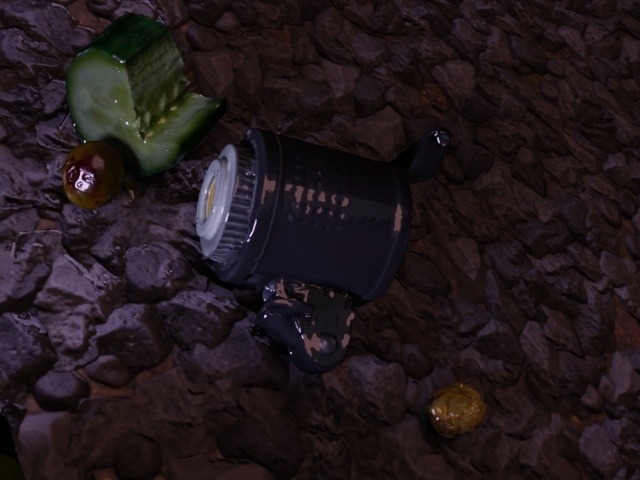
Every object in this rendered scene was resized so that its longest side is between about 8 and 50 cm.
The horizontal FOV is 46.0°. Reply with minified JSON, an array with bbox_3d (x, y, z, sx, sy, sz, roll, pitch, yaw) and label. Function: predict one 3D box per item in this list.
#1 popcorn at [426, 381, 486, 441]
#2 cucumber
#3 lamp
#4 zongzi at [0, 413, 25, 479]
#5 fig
[{"bbox_3d":[0.184,0.243,1.038,0.084,0.084,0.084,13,57,-21],"label":"popcorn"},{"bbox_3d":[-0.238,-0.193,0.996,0.191,0.191,0.130,35,50,-6],"label":"cucumber"},{"bbox_3d":[-0.022,-0.039,0.999,0.272,0.205,0.374,31,63,-14],"label":"lamp"},{"bbox_3d":[-0.295,0.313,0.549,0.319,0.362,0.383,-35,76,-31],"label":"zongzi"},{"bbox_3d":[-0.285,-0.086,0.978,0.098,0.082,0.084,-6,68,-62],"label":"fig"}]
